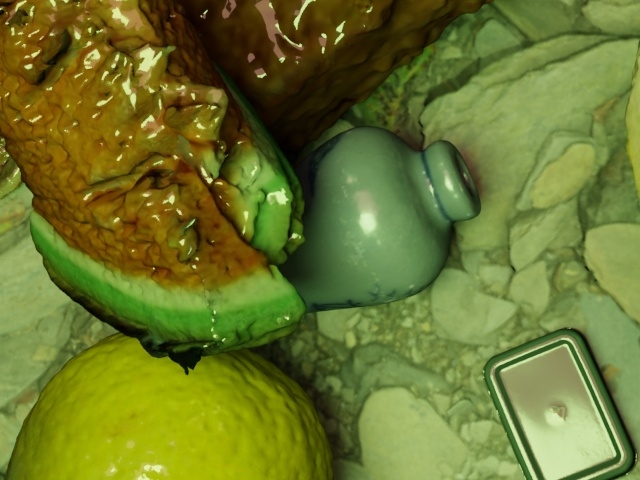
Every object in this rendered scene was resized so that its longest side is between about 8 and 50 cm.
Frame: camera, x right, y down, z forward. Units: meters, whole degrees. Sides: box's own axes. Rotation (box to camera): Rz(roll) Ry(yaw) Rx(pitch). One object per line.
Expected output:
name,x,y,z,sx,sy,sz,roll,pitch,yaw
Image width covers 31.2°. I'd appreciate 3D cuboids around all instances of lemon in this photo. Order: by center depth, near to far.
lemon,-0.111,0.196,0.857,0.267,0.267,0.267,-3,80,14

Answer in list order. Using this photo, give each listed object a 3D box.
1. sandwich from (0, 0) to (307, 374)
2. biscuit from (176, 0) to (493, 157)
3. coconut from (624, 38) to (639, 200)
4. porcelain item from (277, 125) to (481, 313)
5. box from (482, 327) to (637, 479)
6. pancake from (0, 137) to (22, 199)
sandwich,-0.121,-0.082,0.785,0.250,0.162,0.301,11,126,49
biscuit,-0.094,-0.231,0.936,0.395,0.166,0.342,-39,74,18
coconut,0.385,-0.085,0.736,0.405,0.404,0.404,-3,80,14
porcelain item,0.000,0.000,0.925,0.259,0.141,0.141,-25,75,17
box,0.186,0.136,0.901,0.091,0.031,0.126,-23,74,9
pancake,-0.325,-0.098,1.079,0.140,0.022,0.139,-3,79,15
